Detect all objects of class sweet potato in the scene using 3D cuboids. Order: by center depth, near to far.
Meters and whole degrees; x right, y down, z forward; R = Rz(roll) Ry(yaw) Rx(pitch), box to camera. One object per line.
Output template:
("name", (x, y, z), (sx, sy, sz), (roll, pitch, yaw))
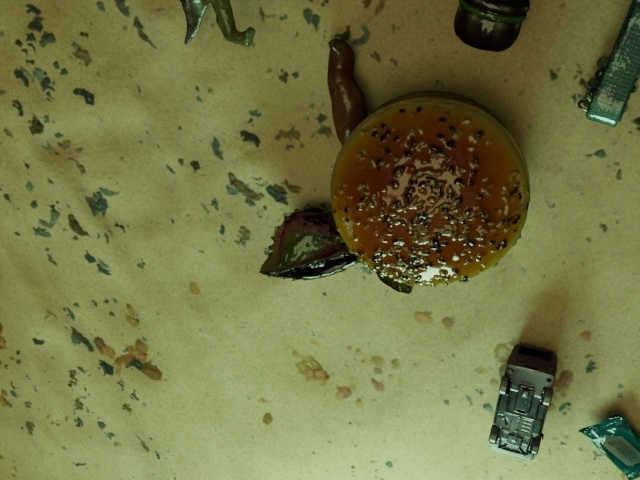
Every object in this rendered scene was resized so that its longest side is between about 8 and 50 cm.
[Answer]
("sweet potato", (0.042, -0.206, 1.399), (0.058, 0.055, 0.202), (8, 123, 29))

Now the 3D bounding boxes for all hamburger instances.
("hamburger", (0.158, -0.068, 1.348), (0.300, 0.176, 0.300), (6, 121, 10))

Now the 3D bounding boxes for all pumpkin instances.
("pumpkin", (0.120, 0.031, 1.520), (0.073, 0.035, 0.101), (16, 125, 31))

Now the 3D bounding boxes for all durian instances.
("durian", (-0.001, -0.004, 1.527), (0.186, 0.119, 0.108), (-16, 74, 17))

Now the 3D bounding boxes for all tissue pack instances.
("tissue pack", (0.501, 0.337, 1.547), (0.138, 0.028, 0.085), (45, 128, -13))

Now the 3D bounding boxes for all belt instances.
("belt", (0.401, -0.239, 1.234), (0.065, 0.100, 0.179), (24, 109, 9))

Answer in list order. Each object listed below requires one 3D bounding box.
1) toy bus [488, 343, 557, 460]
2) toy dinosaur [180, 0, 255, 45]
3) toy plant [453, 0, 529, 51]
("toy bus", (0.332, 0.264, 1.532), (0.086, 0.098, 0.178), (13, 119, 13))
("toy dinosaur", (-0.141, -0.412, 1.346), (0.162, 0.077, 0.294), (19, 110, 16))
("toy plant", (0.234, -0.333, 1.226), (0.092, 0.093, 0.162), (22, 125, 9))
